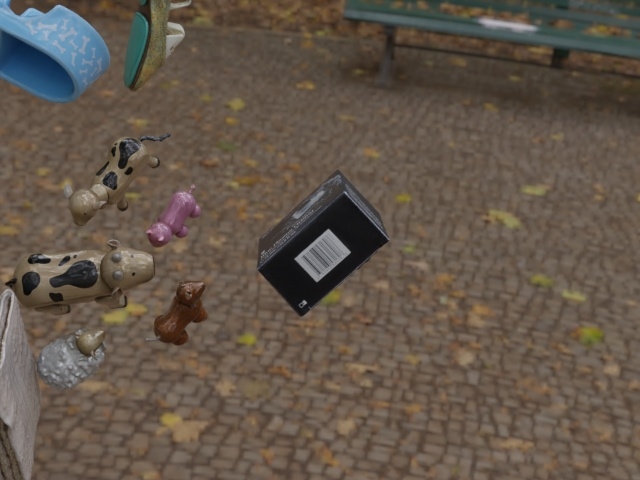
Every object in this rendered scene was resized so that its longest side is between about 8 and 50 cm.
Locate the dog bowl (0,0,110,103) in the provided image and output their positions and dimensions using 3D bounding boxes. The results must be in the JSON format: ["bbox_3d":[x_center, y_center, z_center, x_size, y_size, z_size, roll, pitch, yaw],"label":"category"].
[{"bbox_3d":[-0.461,-0.303,1.586,0.297,0.166,0.074,28,62,-7],"label":"dog bowl"}]

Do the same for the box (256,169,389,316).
[{"bbox_3d":[0.000,0.000,1.446,0.093,0.156,0.158,47,8,-11],"label":"box"}]

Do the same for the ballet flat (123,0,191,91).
[{"bbox_3d":[-0.324,-0.463,2.188,0.123,0.348,0.123,10,25,-4],"label":"ballet flat"}]

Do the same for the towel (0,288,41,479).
[{"bbox_3d":[-0.451,0.221,1.571,0.049,0.282,0.187,-1,46,-2],"label":"towel"}]

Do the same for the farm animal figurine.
[{"bbox_3d":[-0.331,0.025,1.648,0.327,0.330,0.172,-24,-12,2],"label":"farm animal figurine"}]
